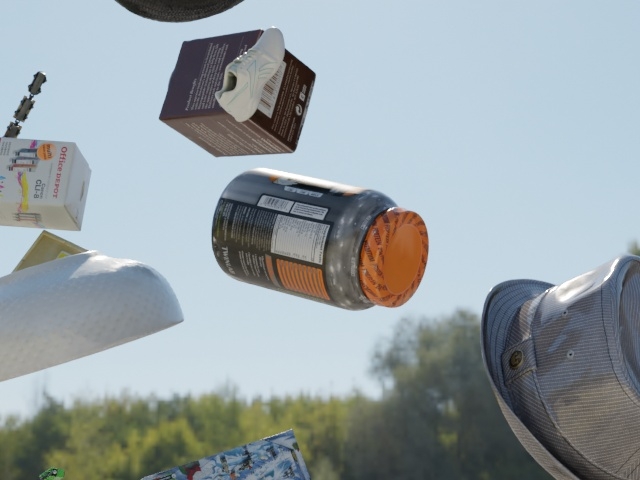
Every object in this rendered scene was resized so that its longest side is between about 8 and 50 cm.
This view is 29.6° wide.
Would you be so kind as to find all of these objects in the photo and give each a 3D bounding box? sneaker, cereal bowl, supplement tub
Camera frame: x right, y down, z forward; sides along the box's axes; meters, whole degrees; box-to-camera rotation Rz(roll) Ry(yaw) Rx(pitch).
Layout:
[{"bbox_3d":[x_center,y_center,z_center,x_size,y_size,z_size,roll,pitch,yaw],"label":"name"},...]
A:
[{"bbox_3d":[-0.102,-0.254,1.787,0.061,0.152,0.053,33,-14,-37],"label":"sneaker"},{"bbox_3d":[-0.376,0.103,1.741,0.339,0.141,0.339,-17,-1,0],"label":"cereal bowl"},{"bbox_3d":[0.000,0.000,1.150,0.190,0.117,0.117,13,-5,34],"label":"supplement tub"}]

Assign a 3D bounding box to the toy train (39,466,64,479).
[{"bbox_3d":[-0.397,0.350,1.788,0.023,0.017,0.083,14,-25,-22],"label":"toy train"}]

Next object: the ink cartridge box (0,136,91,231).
[{"bbox_3d":[-0.512,-0.100,2.151,0.176,0.128,0.127,4,-20,4],"label":"ink cartridge box"}]

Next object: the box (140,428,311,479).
[{"bbox_3d":[-0.068,0.215,0.961,0.137,0.094,0.027,-13,-16,-30],"label":"box"}]

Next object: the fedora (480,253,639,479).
[{"bbox_3d":[0.274,0.106,1.098,0.243,0.275,0.124,27,-50,-12],"label":"fedora"}]

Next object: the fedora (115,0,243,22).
[{"bbox_3d":[-0.177,-0.440,1.499,0.334,0.334,0.152,14,13,-43],"label":"fedora"}]

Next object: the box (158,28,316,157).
[{"bbox_3d":[-0.148,-0.260,2.180,0.203,0.169,0.167,0,-22,40],"label":"box"}]

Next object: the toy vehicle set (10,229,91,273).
[{"bbox_3d":[-0.447,0.083,2.040,0.267,0.166,0.035,20,-19,50],"label":"toy vehicle set"}]

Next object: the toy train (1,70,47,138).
[{"bbox_3d":[-0.538,-0.236,2.189,0.027,0.158,0.036,26,7,-20],"label":"toy train"}]
